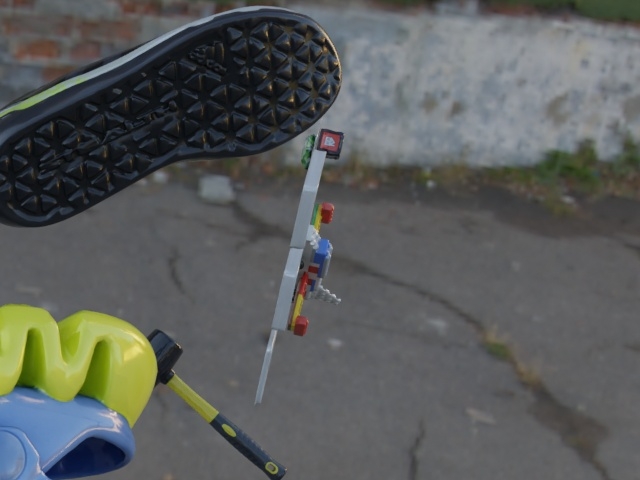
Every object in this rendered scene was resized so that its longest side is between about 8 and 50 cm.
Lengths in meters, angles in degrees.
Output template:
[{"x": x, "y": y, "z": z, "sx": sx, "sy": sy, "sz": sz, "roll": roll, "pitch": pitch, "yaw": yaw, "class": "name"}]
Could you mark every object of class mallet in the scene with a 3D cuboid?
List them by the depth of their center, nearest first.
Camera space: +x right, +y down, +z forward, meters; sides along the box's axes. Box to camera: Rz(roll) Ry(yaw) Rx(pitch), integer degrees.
[{"x": -0.115, "y": 0.172, "z": 1.361, "sx": 0.189, "sy": 0.062, "sz": 0.039, "roll": 49, "pitch": -13, "yaw": -3, "class": "mallet"}]

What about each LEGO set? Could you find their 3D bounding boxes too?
[{"x": 0.000, "y": 0.000, "z": 1.112, "sx": 0.060, "sy": 0.182, "sz": 0.244, "roll": 13, "pitch": 23, "yaw": -1, "class": "LEGO set"}]

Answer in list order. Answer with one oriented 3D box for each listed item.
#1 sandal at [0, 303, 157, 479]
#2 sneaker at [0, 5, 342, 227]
[{"x": -0.192, "y": 0.092, "z": 0.516, "sx": 0.317, "sy": 0.138, "sz": 0.126, "roll": 6, "pitch": -25, "yaw": -37, "class": "sandal"}, {"x": -0.105, "y": -0.082, "z": 0.816, "sx": 0.235, "sy": 0.084, "sz": 0.097, "roll": -20, "pitch": 22, "yaw": -18, "class": "sneaker"}]
